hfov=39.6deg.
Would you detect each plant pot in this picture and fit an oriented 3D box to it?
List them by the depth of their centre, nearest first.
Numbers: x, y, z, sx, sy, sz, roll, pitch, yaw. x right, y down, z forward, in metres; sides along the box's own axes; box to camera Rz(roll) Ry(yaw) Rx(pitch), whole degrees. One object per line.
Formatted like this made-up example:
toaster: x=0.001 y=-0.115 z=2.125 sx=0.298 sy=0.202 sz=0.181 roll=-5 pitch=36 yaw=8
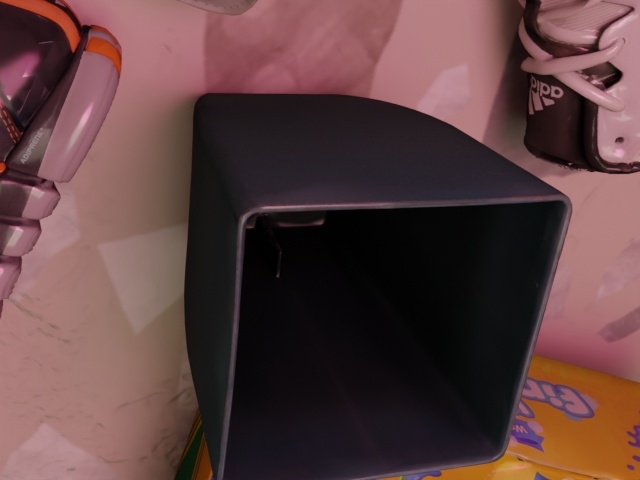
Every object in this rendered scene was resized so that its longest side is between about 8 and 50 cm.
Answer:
plant pot: x=0.000 y=0.000 z=0.528 sx=0.165 sy=0.234 sz=0.166 roll=-3 pitch=119 yaw=-19

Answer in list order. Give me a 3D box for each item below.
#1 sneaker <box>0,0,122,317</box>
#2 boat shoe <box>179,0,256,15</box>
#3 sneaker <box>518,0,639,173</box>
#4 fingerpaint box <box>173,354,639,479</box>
sneaker: x=-0.261 y=-0.016 z=0.502 sx=0.180 sy=0.124 sz=0.321 roll=26 pitch=96 yaw=-27
boat shoe: x=-0.158 y=-0.176 z=0.424 sx=0.302 sy=0.113 sz=0.103 roll=22 pitch=67 yaw=-21
sneaker: x=0.154 y=-0.168 z=0.531 sx=0.447 sy=0.169 sz=0.258 roll=10 pitch=112 yaw=-28
fingerpaint box: x=0.094 y=0.271 z=0.711 sx=0.444 sy=0.163 sz=0.371 roll=15 pitch=113 yaw=-12
